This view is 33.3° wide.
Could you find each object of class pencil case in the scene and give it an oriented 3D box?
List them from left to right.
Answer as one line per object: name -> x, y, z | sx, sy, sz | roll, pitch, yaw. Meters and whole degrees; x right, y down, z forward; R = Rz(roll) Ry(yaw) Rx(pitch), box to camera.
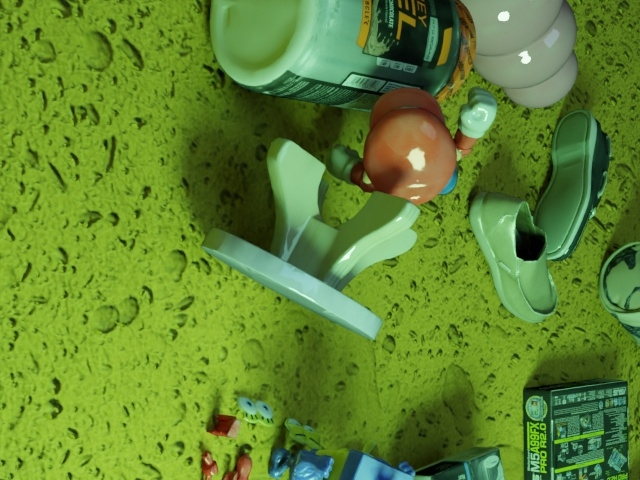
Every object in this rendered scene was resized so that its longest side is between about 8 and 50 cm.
pencil case -> 0.700, 0.155, 2.099 | 0.410, 0.159, 0.184 | 40, 70, -37

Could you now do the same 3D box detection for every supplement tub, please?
supplement tub -> 0.040, -0.275, 1.396 | 0.338, 0.207, 0.207 | 1, 87, -47

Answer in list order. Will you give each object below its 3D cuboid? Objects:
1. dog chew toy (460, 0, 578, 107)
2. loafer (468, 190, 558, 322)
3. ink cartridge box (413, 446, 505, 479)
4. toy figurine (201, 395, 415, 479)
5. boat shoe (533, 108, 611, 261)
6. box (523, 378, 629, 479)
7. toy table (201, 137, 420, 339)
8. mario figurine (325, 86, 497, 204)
dog chew toy -> 0.311, -0.338, 1.695 | 0.332, 0.206, 0.207 | 49, 55, -42
loafer -> 0.334, 0.032, 1.772 | 0.102, 0.092, 0.269 | -54, 124, -32
ink cartridge box -> 0.221, 0.484, 1.568 | 0.165, 0.065, 0.333 | -10, 90, -43
toy figurine -> 0.039, 0.340, 1.362 | 0.362, 0.217, 0.191 | 35, 64, -39
boat shoe -> 0.454, -0.087, 1.888 | 0.091, 0.114, 0.303 | 35, 65, -34
box -> 0.460, 0.363, 1.915 | 0.270, 0.060, 0.216 | 1, 88, -46
toy table -> 0.000, 0.000, 1.336 | 0.274, 0.252, 0.161 | 36, 79, -48
mario figurine -> 0.118, -0.136, 1.416 | 0.198, 0.170, 0.320 | -53, 172, -1
